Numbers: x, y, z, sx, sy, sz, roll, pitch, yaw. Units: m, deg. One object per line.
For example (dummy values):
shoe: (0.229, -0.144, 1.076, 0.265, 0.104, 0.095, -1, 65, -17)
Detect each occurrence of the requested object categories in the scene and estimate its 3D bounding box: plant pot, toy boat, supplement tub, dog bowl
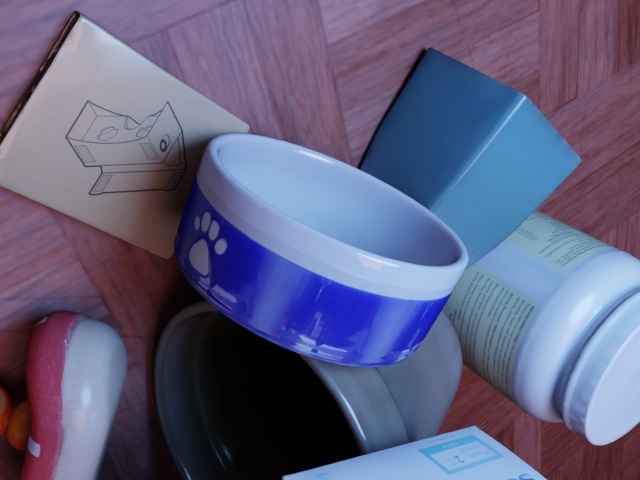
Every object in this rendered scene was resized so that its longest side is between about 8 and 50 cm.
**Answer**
plant pot: (0.153, -0.070, 0.782, 0.165, 0.166, 0.234, 27, 103, -43)
plant pot: (0.016, 0.177, 0.747, 0.280, 0.323, 0.323, -22, 128, -47)
toy boat: (-0.282, 0.175, 0.623, 0.151, 0.151, 0.231, 16, 106, -12)
supplement tub: (0.281, 0.088, 0.853, 0.235, 0.325, 0.235, -18, 125, -28)
dog bowl: (0.000, 0.000, 0.617, 0.265, 0.265, 0.104, 8, 116, -40)

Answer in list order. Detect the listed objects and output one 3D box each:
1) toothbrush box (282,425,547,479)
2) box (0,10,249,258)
toothbrush box: (0.059, 0.320, 0.505, 0.216, 0.126, 0.296, -1, 111, -37)
box: (-0.183, -0.088, 0.607, 0.201, 0.021, 0.164, 30, 94, -43)
